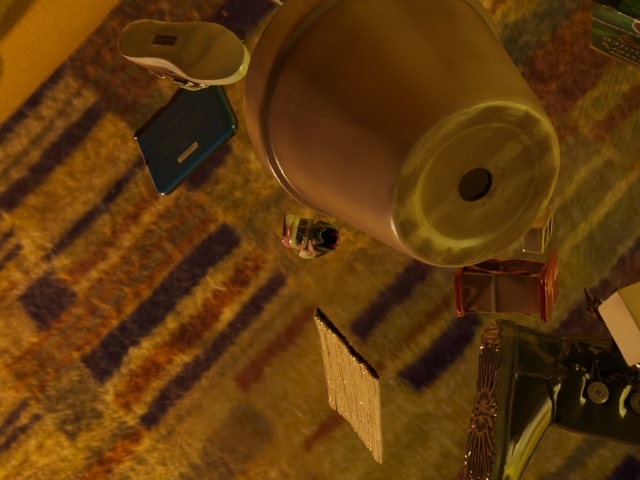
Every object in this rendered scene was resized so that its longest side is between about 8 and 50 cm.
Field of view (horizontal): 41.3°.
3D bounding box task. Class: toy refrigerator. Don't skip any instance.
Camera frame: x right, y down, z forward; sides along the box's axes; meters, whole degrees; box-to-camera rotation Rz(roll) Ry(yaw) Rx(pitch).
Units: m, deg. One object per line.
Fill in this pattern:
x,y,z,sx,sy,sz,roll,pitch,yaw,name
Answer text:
0.567,0.088,1.275,0.270,0.094,0.102,-20,70,-11,toy refrigerator

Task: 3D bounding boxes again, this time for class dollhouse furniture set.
0.395,-0.021,1.806,0.201,0.152,0.374,3,113,24,dollhouse furniture set

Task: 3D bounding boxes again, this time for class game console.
-0.263,-0.273,1.893,0.293,0.173,0.250,-36,71,37,game console

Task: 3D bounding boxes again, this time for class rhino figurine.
0.556,0.174,1.515,0.073,0.106,0.243,-26,64,-21,rhino figurine

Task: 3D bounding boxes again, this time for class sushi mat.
0.048,0.236,1.335,0.019,0.316,0.151,-34,58,-18,sushi mat

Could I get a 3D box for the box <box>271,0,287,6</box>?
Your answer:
-0.022,-0.544,1.636,0.207,0.036,0.114,-55,32,5,box

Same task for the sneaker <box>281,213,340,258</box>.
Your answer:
0.000,0.000,1.413,0.077,0.178,0.071,10,92,20,sneaker

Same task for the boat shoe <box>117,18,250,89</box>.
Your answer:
-0.236,-0.328,1.555,0.306,0.105,0.113,12,77,33,boat shoe

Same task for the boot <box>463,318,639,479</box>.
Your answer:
0.512,0.355,1.580,0.445,0.146,0.366,10,86,-8,boot

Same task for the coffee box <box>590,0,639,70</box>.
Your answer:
0.388,-0.255,1.035,0.113,0.184,0.040,30,95,16,coffee box

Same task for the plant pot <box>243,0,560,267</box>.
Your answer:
0.105,-0.120,0.940,0.323,0.323,0.280,-36,37,2,plant pot
